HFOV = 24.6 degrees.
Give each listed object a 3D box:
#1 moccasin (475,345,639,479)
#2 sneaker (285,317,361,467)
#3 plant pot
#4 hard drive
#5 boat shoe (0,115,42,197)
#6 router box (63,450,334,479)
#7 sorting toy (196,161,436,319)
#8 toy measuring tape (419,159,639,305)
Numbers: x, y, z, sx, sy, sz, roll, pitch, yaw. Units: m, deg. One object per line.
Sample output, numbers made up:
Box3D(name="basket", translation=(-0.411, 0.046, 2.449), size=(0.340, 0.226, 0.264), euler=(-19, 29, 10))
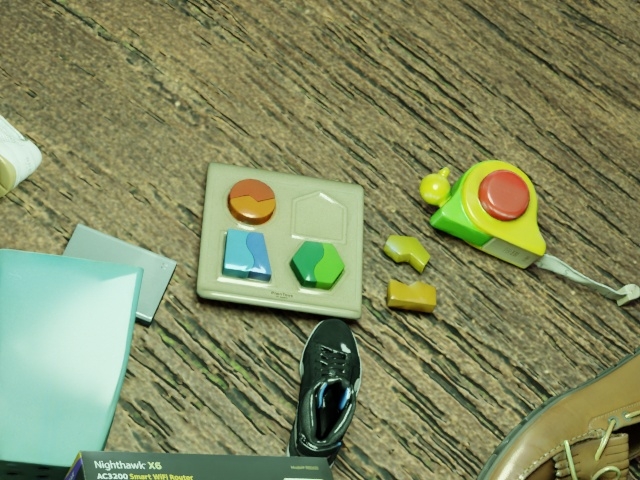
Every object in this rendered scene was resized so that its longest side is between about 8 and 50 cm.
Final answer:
Box3D(name="moccasin", translation=(0.327, 0.263, 1.785), size=(0.380, 0.139, 0.147), euler=(-23, 58, -36))
Box3D(name="sneaker", translation=(0.018, 0.170, 1.761), size=(0.079, 0.121, 0.217), euler=(15, 56, -6))
Box3D(name="plant pot", translation=(-0.302, 0.157, 1.669), size=(0.165, 0.165, 0.234), euler=(8, 63, -9))
Box3D(name="hard drive", translation=(-0.258, 0.043, 1.830), size=(0.135, 0.022, 0.094), euler=(21, 56, -1))
Box3D(name="boat shoe", translation=(-0.472, -0.163, 1.868), size=(0.277, 0.098, 0.096), euler=(41, 38, 7))
Box3D(name="router box", translation=(-0.105, 0.347, 1.569), size=(0.308, 0.081, 0.243), euler=(6, 43, -30))
Box3D(name="sorting toy", translation=(0.000, 0.000, 1.898), size=(0.307, 0.041, 0.229), euler=(8, 51, -9))
Box3D(name="toy measuring tape", translation=(0.285, -0.024, 1.962), size=(0.330, 0.121, 0.121), euler=(23, 56, -9))
